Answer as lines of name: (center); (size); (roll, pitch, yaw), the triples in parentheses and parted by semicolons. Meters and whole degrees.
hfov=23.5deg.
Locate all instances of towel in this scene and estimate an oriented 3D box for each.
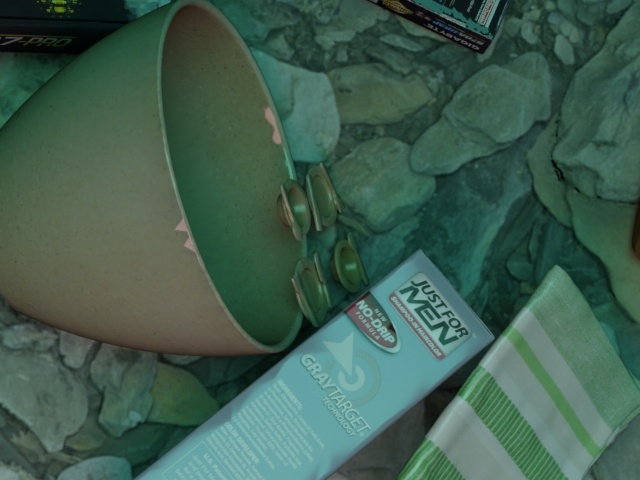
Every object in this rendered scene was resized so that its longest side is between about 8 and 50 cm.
towel: (0.179, 0.217, 1.460); (0.038, 0.248, 0.325); (27, 74, 44)

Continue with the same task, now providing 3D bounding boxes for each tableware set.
tableware set: (0.000, 0.000, 1.503); (0.020, 0.168, 0.141); (-14, 98, 25)

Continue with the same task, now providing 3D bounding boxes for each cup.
cup: (-0.179, -0.034, 1.420); (0.237, 0.331, 0.331); (-14, 82, 16)

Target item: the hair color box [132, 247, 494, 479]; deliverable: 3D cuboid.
hair color box: (-0.026, 0.177, 1.443); (0.374, 0.185, 0.113); (-39, 85, -11)

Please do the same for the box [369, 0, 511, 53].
box: (0.140, -0.332, 1.614); (0.175, 0.051, 0.220); (25, 79, -2)

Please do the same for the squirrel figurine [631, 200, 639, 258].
squirrel figurine: (0.554, -0.096, 1.521); (0.370, 0.281, 0.397); (14, 82, -11)

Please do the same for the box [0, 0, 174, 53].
box: (-0.315, -0.378, 1.482); (0.318, 0.097, 0.395); (-2, 79, -38)
